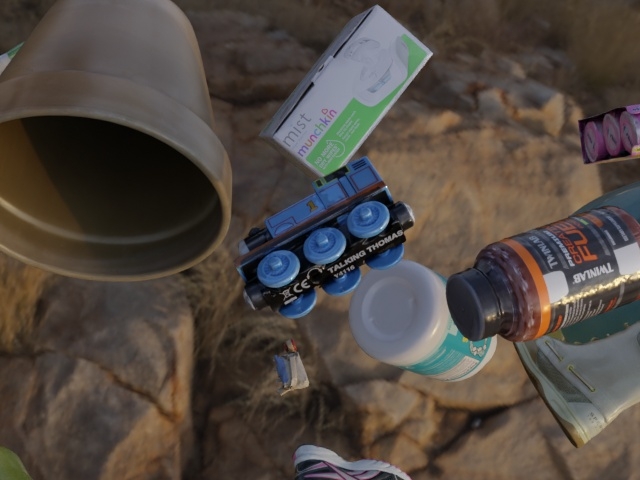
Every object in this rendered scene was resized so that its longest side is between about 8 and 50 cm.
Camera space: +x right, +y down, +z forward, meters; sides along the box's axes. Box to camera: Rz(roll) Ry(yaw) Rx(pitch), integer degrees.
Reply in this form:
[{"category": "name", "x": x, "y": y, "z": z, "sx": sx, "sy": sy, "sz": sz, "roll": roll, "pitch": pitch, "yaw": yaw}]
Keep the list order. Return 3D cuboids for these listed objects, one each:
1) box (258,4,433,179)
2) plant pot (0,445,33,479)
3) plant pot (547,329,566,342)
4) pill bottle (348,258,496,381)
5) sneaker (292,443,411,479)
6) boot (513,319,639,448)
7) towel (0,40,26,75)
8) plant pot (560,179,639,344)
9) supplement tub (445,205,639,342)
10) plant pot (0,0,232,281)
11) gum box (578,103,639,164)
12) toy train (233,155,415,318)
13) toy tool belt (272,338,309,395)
[{"category": "box", "x": 0.032, "y": -0.234, "z": 1.764, "sx": 0.127, "sy": 0.262, "sz": 0.231, "roll": 39, "pitch": -1, "yaw": -11}, {"category": "plant pot", "x": -0.429, "y": 0.462, "z": 1.385, "sx": 0.366, "sy": 0.366, "sz": 0.353, "roll": -5, "pitch": 48, "yaw": -41}, {"category": "plant pot", "x": 0.429, "y": 0.151, "z": 2.057, "sx": 0.095, "sy": 0.134, "sz": 0.134, "roll": 22, "pitch": 28, "yaw": 22}, {"category": "pill bottle", "x": 0.163, "y": 0.124, "z": 1.588, "sx": 0.146, "sy": 0.146, "sz": 0.264, "roll": 48, "pitch": 13, "yaw": 33}, {"category": "sneaker", "x": 0.041, "y": 0.355, "z": 1.558, "sx": 0.178, "sy": 0.072, "sz": 0.077, "roll": 14, "pitch": 46, "yaw": -6}, {"category": "boot", "x": 0.330, "y": 0.135, "z": 1.320, "sx": 0.077, "sy": 0.165, "sz": 0.213, "roll": 55, "pitch": 7, "yaw": -34}, {"category": "towel", "x": -0.430, "y": -0.245, "z": 1.705, "sx": 0.038, "sy": 0.325, "sz": 0.248, "roll": 65, "pitch": 10, "yaw": 12}, {"category": "plant pot", "x": 0.456, "y": 0.052, "z": 1.531, "sx": 0.293, "sy": 0.235, "sz": 0.293, "roll": 34, "pitch": 50, "yaw": -53}, {"category": "supplement tub", "x": 0.226, "y": 0.039, "z": 1.095, "sx": 0.198, "sy": 0.106, "sz": 0.106, "roll": -18, "pitch": 48, "yaw": -20}, {"category": "plant pot", "x": -0.260, "y": -0.150, "z": 1.320, "sx": 0.323, "sy": 0.323, "sz": 0.280, "roll": 15, "pitch": 52, "yaw": -18}, {"category": "gum box", "x": 0.399, "y": -0.134, "z": 1.341, "sx": 0.107, "sy": 0.062, "sz": 0.188, "roll": -8, "pitch": 1, "yaw": -5}, {"category": "toy train", "x": 0.000, "y": 0.000, "z": 1.073, "sx": 0.184, "sy": 0.080, "sz": 0.105, "roll": -29, "pitch": 47, "yaw": -1}, {"category": "toy tool belt", "x": -0.053, "y": 0.191, "z": 1.649, "sx": 0.051, "sy": 0.052, "sz": 0.083, "roll": -20, "pitch": 57, "yaw": -4}]
